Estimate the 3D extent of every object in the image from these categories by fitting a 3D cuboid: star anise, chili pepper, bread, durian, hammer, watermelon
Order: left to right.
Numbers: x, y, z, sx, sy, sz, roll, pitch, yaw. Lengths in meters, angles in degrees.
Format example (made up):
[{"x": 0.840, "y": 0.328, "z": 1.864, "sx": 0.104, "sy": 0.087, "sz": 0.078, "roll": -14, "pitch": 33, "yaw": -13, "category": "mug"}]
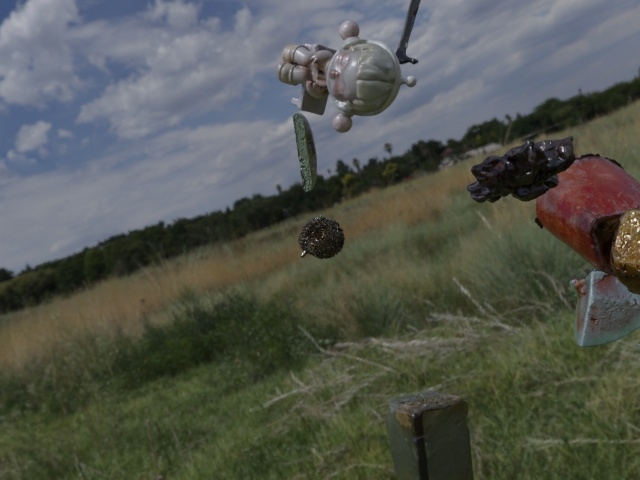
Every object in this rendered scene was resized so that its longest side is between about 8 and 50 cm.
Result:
[{"x": -0.028, "y": -0.224, "z": 1.604, "sx": 0.036, "sy": 0.192, "sz": 0.112, "roll": -5, "pitch": 11, "yaw": 12, "category": "bread"}, {"x": 0.000, "y": 0.000, "z": 1.130, "sx": 0.091, "sy": 0.080, "sz": 0.080, "roll": -47, "pitch": 5, "yaw": -6, "category": "durian"}, {"x": 0.277, "y": -0.675, "z": 2.006, "sx": 0.125, "sy": 0.297, "sz": 0.027, "roll": 14, "pitch": -19, "yaw": 11, "category": "hammer"}, {"x": 0.400, "y": -0.129, "z": 1.252, "sx": 0.220, "sy": 0.098, "sz": 0.214, "roll": -21, "pitch": -14, "yaw": 2, "category": "star anise"}, {"x": 0.831, "y": 0.188, "z": 1.930, "sx": 0.289, "sy": 0.213, "sz": 0.320, "roll": -48, "pitch": 27, "yaw": -16, "category": "watermelon"}, {"x": 0.664, "y": -0.057, "z": 1.472, "sx": 0.251, "sy": 0.229, "sz": 0.305, "roll": 20, "pitch": 19, "yaw": -17, "category": "chili pepper"}, {"x": 0.671, "y": 0.025, "z": 1.266, "sx": 0.149, "sy": 0.158, "sz": 0.143, "roll": 27, "pitch": -10, "yaw": -38, "category": "bread"}]

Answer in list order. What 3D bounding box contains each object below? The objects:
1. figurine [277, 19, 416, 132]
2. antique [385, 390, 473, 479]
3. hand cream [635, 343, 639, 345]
[{"x": 0.052, "y": -0.294, "z": 1.189, "sx": 0.257, "sy": 0.181, "sz": 0.144, "roll": 22, "pitch": -6, "yaw": 42, "category": "figurine"}, {"x": 0.221, "y": 0.447, "z": 1.251, "sx": 0.125, "sy": 0.284, "sz": 0.150, "roll": -7, "pitch": -3, "yaw": -19, "category": "antique"}, {"x": 0.471, "y": 0.174, "z": 0.766, "sx": 0.271, "sy": 0.058, "sz": 0.091, "roll": 31, "pitch": -10, "yaw": -38, "category": "hand cream"}]
